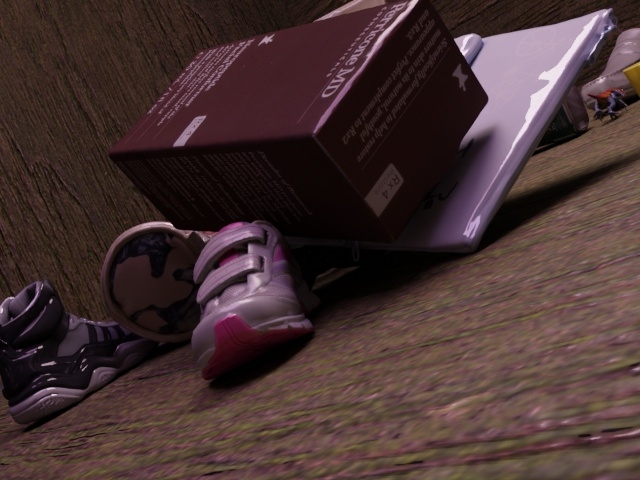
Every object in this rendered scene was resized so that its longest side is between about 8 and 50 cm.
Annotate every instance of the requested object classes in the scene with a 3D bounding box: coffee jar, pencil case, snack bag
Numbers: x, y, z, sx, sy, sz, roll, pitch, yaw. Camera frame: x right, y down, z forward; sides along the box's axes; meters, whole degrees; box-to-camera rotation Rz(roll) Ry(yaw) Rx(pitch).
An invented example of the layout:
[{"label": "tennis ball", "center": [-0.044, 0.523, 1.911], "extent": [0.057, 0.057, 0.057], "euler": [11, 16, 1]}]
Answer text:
[{"label": "coffee jar", "center": [0.324, -0.184, 1.323], "extent": [0.184, 0.096, 0.079], "euler": [-22, 3, 43]}, {"label": "pencil case", "center": [-0.166, 0.027, 1.206], "extent": [0.183, 0.160, 0.410], "euler": [-48, -1, 12]}, {"label": "snack bag", "center": [0.101, -0.111, 0.872], "extent": [0.342, 0.037, 0.323], "euler": [4, 52, 52]}]

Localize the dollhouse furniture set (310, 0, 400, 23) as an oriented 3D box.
[{"label": "dollhouse furniture set", "center": [0.091, -0.182, 1.244], "extent": [0.286, 0.198, 0.303], "euler": [-20, -24, 30]}]

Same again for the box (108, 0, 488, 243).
[{"label": "box", "center": [-0.041, -0.114, 0.863], "extent": [0.381, 0.143, 0.191], "euler": [4, 51, 49]}]

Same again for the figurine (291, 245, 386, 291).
[{"label": "figurine", "center": [-0.017, -0.025, 1.000], "extent": [0.209, 0.092, 0.215], "euler": [-32, 37, -8]}]

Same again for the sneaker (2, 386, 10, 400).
[{"label": "sneaker", "center": [-0.440, 0.201, 1.324], "extent": [0.063, 0.073, 0.162], "euler": [-22, 5, 41]}]

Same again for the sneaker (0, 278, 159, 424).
[{"label": "sneaker", "center": [-0.314, 0.114, 1.062], "extent": [0.101, 0.153, 0.268], "euler": [-25, 4, 27]}]

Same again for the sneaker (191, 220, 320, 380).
[{"label": "sneaker", "center": [-0.070, 0.043, 0.737], "extent": [0.103, 0.111, 0.252], "euler": [-26, 4, 4]}]

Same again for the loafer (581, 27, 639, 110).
[{"label": "loafer", "center": [0.548, -0.312, 1.459], "extent": [0.319, 0.111, 0.112], "euler": [-29, 5, -40]}]

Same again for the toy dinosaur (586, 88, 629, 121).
[{"label": "toy dinosaur", "center": [0.439, -0.216, 1.257], "extent": [0.047, 0.090, 0.082], "euler": [-6, 46, 30]}]

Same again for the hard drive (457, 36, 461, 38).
[{"label": "hard drive", "center": [0.149, -0.191, 1.540], "extent": [0.353, 0.233, 0.047], "euler": [-25, 4, 10]}]

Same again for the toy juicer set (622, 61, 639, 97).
[{"label": "toy juicer set", "center": [0.609, -0.314, 1.260], "extent": [0.209, 0.089, 0.329], "euler": [-23, 5, 45]}]

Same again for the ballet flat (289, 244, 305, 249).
[{"label": "ballet flat", "center": [-0.007, -0.003, 1.164], "extent": [0.247, 0.087, 0.083], "euler": [-19, 31, -38]}]
